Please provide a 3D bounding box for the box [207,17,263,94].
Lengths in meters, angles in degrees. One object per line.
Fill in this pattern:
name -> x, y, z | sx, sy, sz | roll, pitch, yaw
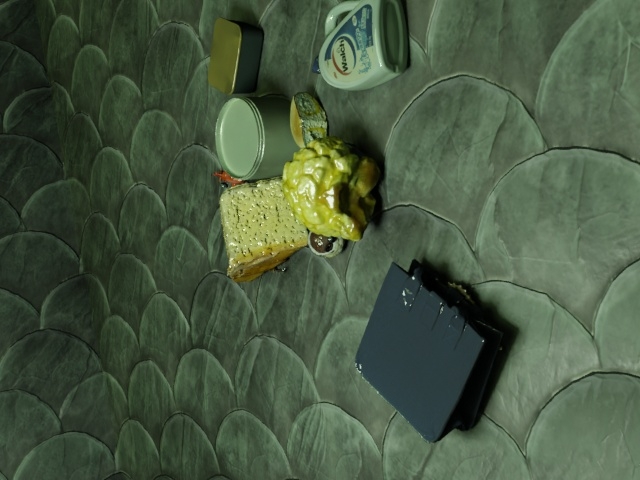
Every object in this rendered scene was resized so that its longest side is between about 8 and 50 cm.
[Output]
box -> -0.244, -0.530, 2.131 | 0.144, 0.090, 0.201 | 33, 120, 44

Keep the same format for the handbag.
handbag -> 0.241, 0.236, 1.629 | 0.303, 0.121, 0.329 | 41, 126, 41

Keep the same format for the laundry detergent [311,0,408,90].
laundry detergent -> 0.075, -0.459, 1.739 | 0.280, 0.105, 0.215 | 0, 96, 53

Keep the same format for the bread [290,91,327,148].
bread -> -0.038, -0.296, 1.920 | 0.094, 0.083, 0.157 | -42, 61, 49

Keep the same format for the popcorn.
popcorn -> 0.034, -0.116, 1.776 | 0.251, 0.206, 0.237 | 44, 114, 23

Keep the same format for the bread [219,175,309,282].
bread -> -0.156, -0.019, 2.129 | 0.315, 0.279, 0.249 | 57, -162, -79

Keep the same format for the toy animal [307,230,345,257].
toy animal -> 0.000, 0.000, 1.911 | 0.137, 0.098, 0.098 | -7, 90, 52

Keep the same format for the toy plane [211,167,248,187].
toy plane -> -0.277, -0.203, 2.246 | 0.194, 0.077, 0.126 | 46, 121, 48

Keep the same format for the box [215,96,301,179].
box -> -0.171, -0.283, 2.035 | 0.226, 0.149, 0.226 | 11, 104, 51
